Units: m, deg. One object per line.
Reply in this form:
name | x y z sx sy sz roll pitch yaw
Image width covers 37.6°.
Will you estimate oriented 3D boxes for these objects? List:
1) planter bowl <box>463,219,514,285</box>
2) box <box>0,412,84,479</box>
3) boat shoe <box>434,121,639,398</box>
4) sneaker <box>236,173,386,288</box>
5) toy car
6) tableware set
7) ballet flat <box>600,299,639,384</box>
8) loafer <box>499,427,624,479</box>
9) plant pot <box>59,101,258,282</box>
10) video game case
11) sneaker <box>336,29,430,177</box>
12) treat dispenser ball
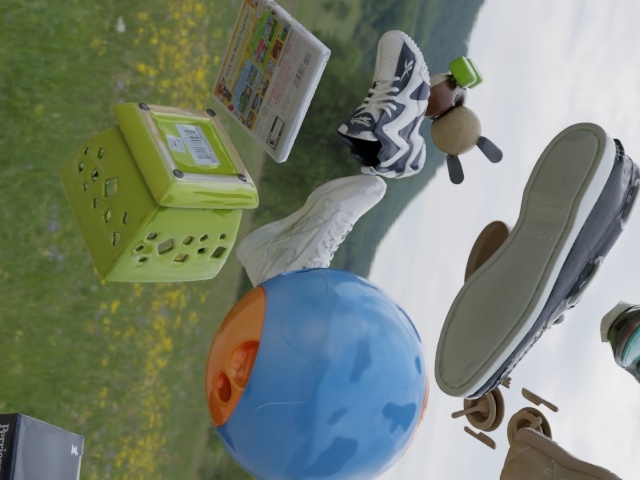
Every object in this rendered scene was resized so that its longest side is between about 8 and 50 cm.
planter bowl | 0.336 0.056 1.647 0.162 0.109 0.162 -165 -90 -74
box | -0.632 0.466 1.580 0.212 0.395 0.294 53 33 -62
boat shoe | 0.223 0.034 0.932 0.303 0.091 0.114 -58 -149 3
sneaker | 0.000 0.000 1.649 0.114 0.305 0.152 21 39 -58
toy car | 0.237 -0.201 1.654 0.188 0.155 0.149 60 20 3
tableware set | 0.290 0.287 1.506 0.194 0.039 0.128 27 -68 54
ballet flat | 0.480 0.155 1.446 0.096 0.095 0.280 51 1 38
loafer | 0.308 0.312 1.115 0.092 0.102 0.268 -53 -157 -7
plant pot | -0.243 -0.084 1.480 0.207 0.227 0.228 -48 -121 33
video game case | -0.091 -0.284 1.610 0.206 0.026 0.227 46 -49 27
sneaker | 0.092 -0.210 1.483 0.153 0.094 0.235 -16 113 -48
treat dispenser ball | -0.005 0.178 1.203 0.288 0.288 0.288 -171 -90 -87
